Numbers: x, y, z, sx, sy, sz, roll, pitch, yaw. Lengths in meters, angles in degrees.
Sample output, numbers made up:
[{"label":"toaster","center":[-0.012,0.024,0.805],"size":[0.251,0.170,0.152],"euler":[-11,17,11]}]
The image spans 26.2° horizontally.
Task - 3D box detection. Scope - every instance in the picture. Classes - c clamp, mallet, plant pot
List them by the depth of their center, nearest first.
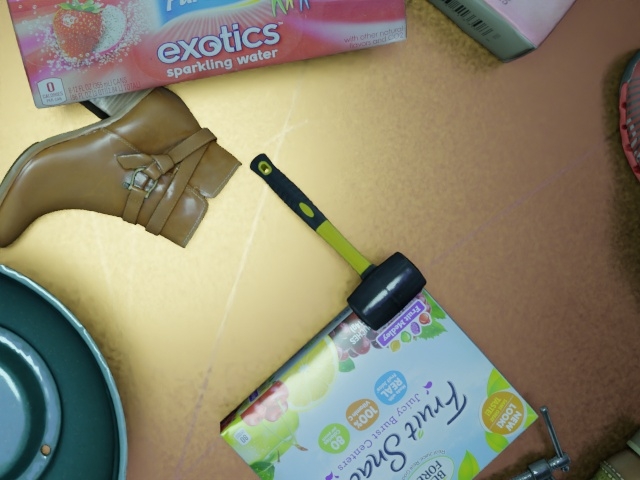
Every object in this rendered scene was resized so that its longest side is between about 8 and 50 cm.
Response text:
[{"label":"plant pot","center":[-0.293,0.149,1.064],"size":[0.293,0.196,0.293],"euler":[0,91,-6]},{"label":"mallet","center":[0.000,0.000,1.131],"size":[0.189,0.039,0.062],"euler":[38,86,25]},{"label":"c clamp","center":[0.153,0.235,1.189],"size":[0.160,0.022,0.137],"euler":[-30,109,-3]}]

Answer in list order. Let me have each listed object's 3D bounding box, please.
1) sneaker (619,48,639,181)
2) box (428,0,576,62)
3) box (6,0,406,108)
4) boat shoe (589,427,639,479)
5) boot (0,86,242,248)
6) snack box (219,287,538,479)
[{"label":"sneaker","center":[0.322,-0.037,1.145],"size":[0.097,0.135,0.276],"euler":[-13,91,-3]},{"label":"box","center":[0.179,-0.283,1.129],"size":[0.148,0.127,0.232],"euler":[38,88,-5]},{"label":"box","center":[-0.094,-0.226,1.069],"size":[0.300,0.142,0.154],"euler":[-11,130,-5]},{"label":"boat shoe","center":[0.347,0.301,1.178],"size":[0.104,0.111,0.307],"euler":[-44,85,1]},{"label":"boot","center":[-0.173,-0.038,1.134],"size":[0.152,0.073,0.197],"euler":[38,91,-9]},{"label":"snack box","center":[0.048,0.151,1.157],"size":[0.207,0.070,0.174],"euler":[-42,94,-2]}]
